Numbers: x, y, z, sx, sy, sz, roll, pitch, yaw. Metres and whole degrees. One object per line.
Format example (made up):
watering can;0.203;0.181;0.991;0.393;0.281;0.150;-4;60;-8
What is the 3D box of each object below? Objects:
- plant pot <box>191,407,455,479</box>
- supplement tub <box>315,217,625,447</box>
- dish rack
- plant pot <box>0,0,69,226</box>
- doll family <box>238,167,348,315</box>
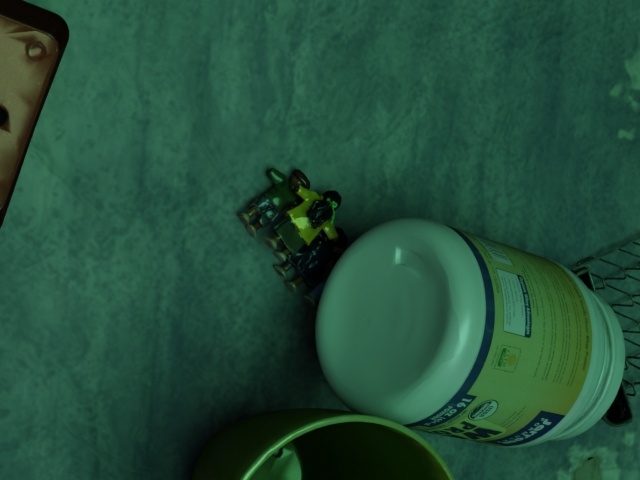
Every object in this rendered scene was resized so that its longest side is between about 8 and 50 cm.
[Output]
plant pot;-0.032;0.291;1.677;0.275;0.293;0.274;-3;98;-22
supplement tub;0.176;0.112;1.744;0.316;0.228;0.228;17;90;-43
dish rack;0.426;0.088;1.961;0.272;0.074;0.208;-24;105;-18
plant pot;-0.389;-0.143;1.509;0.267;0.236;0.267;20;89;-23
doll family;0.000;0.000;1.779;0.111;0.076;0.193;-40;114;-18
